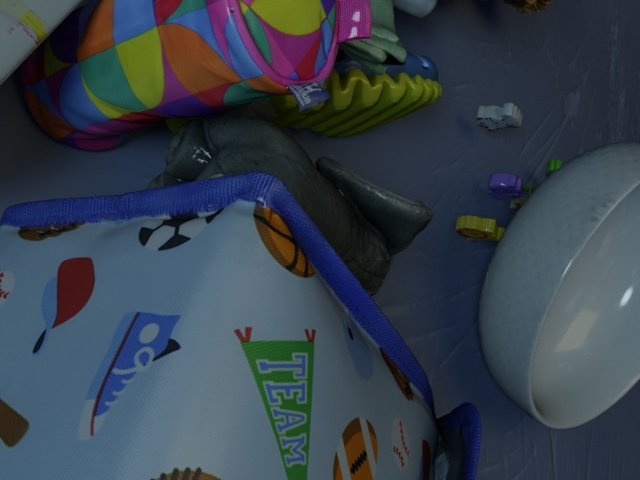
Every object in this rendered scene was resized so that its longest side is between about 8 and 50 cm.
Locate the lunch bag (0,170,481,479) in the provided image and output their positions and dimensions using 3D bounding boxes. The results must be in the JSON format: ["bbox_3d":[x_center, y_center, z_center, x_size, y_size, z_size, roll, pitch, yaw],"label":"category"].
[{"bbox_3d":[-0.048,0.204,0.439,0.385,0.239,0.327,55,43,-44],"label":"lunch bag"}]

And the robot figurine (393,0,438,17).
[{"bbox_3d":[0.117,-0.373,0.735,0.354,0.300,0.199,26,24,-5],"label":"robot figurine"}]

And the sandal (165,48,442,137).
[{"bbox_3d":[-0.005,-0.167,0.669,0.317,0.126,0.138,-5,79,-49],"label":"sandal"}]

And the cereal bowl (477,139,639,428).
[{"bbox_3d":[0.299,0.038,0.868,0.339,0.141,0.338,-22,128,-32],"label":"cereal bowl"}]

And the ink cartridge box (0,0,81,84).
[{"bbox_3d":[-0.231,-0.124,0.400,0.128,0.127,0.176,48,49,-27],"label":"ink cartridge box"}]

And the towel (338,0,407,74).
[{"bbox_3d":[-0.068,-0.276,0.590,0.325,0.038,0.247,32,31,-22],"label":"towel"}]

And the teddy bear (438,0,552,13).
[{"bbox_3d":[0.177,-0.408,0.960,0.338,0.113,0.245,-7,77,-41],"label":"teddy bear"}]

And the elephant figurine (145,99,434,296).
[{"bbox_3d":[0.000,0.000,0.571,0.239,0.169,0.186,26,41,-32],"label":"elephant figurine"}]

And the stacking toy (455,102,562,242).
[{"bbox_3d":[0.249,-0.053,0.960,0.221,0.052,0.166,30,67,-47],"label":"stacking toy"}]

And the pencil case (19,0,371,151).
[{"bbox_3d":[-0.090,-0.117,0.471,0.104,0.236,0.104,4,85,-49],"label":"pencil case"}]
